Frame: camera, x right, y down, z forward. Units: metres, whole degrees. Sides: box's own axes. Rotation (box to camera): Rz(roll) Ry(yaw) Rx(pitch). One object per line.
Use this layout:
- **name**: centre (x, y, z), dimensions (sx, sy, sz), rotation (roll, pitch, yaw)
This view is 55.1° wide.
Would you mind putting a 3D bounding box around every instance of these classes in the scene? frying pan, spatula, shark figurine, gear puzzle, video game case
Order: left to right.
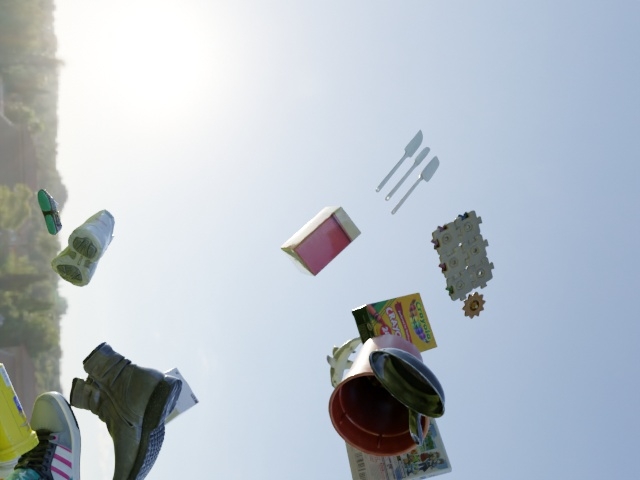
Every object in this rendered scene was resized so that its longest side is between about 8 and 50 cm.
- **shark figurine**: centre (0.103, 0.421, 2.366), dimensions (0.166, 0.278, 0.116), rotation (50, -10, -27)
- **video game case**: centre (0.225, 0.620, 1.958), dimensions (0.329, 0.300, 0.036), rotation (-103, 177, -49)
- **spatula**: centre (0.274, -0.203, 1.913), dimensions (0.019, 0.168, 0.242), rotation (28, -106, 43)
- **frying pan**: centre (0.219, 0.348, 1.330), dimensions (0.197, 0.053, 0.326), rotation (3, -49, 55)
- **gear puzzle**: centre (0.432, 0.082, 1.836), dimensions (0.044, 0.175, 0.339), rotation (28, -38, 62)

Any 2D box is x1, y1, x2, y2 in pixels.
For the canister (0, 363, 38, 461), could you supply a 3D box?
- **canister**: centre (-0.616, 0.323, 1.170), dimensions (0.126, 0.073, 0.170), rotation (-12, -80, 48)

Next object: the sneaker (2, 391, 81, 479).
- **sneaker**: centre (-0.600, 0.471, 1.272), dimensions (0.178, 0.123, 0.296), rotation (25, 53, -72)

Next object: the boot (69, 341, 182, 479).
- **boot**: centre (-0.463, 0.408, 1.380), dimensions (0.118, 0.222, 0.338), rotation (-21, 133, -81)

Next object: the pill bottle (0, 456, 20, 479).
- **pill bottle**: centre (-0.822, 0.666, 1.666), dimensions (0.117, 0.117, 0.215), rotation (0, -81, 65)

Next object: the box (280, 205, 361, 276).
- **box**: centre (0.000, 0.000, 2.131), dimensions (0.127, 0.232, 0.148), rotation (52, -16, -16)

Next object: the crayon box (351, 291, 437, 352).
- **crayon box**: centre (0.269, 0.292, 2.062), dimensions (0.081, 0.318, 0.202), rotation (-30, -106, 46)

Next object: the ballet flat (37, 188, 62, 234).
- **ballet flat**: centre (-0.644, -0.071, 1.468), dimensions (0.041, 0.041, 0.114), rotation (30, -48, 61)

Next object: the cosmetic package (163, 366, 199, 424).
- **cosmetic package**: centre (-0.546, 0.552, 2.078), dimensions (0.183, 0.151, 0.151), rotation (-38, -98, 12)

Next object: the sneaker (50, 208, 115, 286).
- **sneaker**: centre (-0.487, 0.015, 1.299), dimensions (0.232, 0.090, 0.115), rotation (-36, -159, 42)

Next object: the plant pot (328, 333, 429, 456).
- **plant pot**: centre (0.184, 0.417, 1.751), dimensions (0.265, 0.272, 0.272), rotation (-57, 160, -64)
